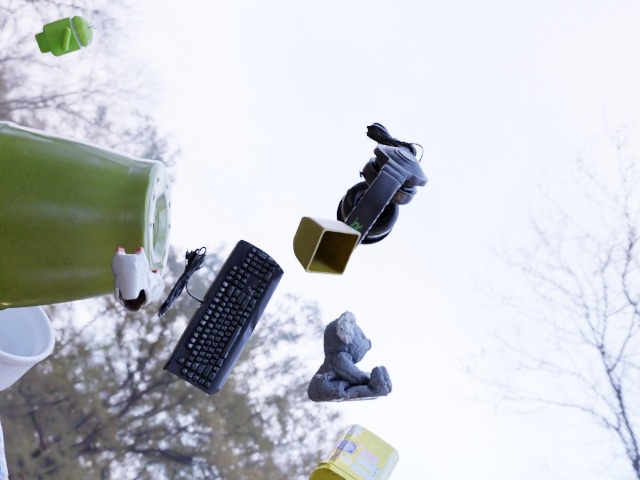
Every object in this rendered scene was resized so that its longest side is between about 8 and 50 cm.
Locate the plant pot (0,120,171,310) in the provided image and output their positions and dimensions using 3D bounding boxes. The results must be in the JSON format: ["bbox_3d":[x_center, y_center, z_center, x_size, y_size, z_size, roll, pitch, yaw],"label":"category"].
[{"bbox_3d":[-0.464,-0.039,1.587,0.366,0.353,0.366,3,90,-90],"label":"plant pot"}]

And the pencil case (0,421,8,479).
[{"bbox_3d":[-0.614,0.325,1.485,0.119,0.133,0.306,-64,-142,32],"label":"pencil case"}]

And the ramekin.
[{"bbox_3d":[-0.725,0.193,1.854,0.135,0.277,0.277,-45,-116,14],"label":"ramekin"}]

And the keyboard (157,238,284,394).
[{"bbox_3d":[-0.221,0.131,1.747,0.201,0.317,0.033,29,-25,-1],"label":"keyboard"}]

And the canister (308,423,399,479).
[{"bbox_3d":[0.065,0.416,1.567,0.126,0.170,0.073,33,-64,10],"label":"canister"}]

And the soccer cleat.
[{"bbox_3d":[-0.260,0.068,1.218,0.196,0.068,0.076,101,-13,-73],"label":"soccer cleat"}]

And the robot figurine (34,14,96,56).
[{"bbox_3d":[-0.500,-0.404,1.711,0.101,0.115,0.067,-115,-173,-77],"label":"robot figurine"}]

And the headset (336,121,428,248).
[{"bbox_3d":[0.105,-0.115,1.822,0.185,0.394,0.243,37,-47,3],"label":"headset"}]

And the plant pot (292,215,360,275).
[{"bbox_3d":[0.000,0.000,1.425,0.083,0.081,0.081,43,-63,45],"label":"plant pot"}]

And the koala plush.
[{"bbox_3d":[0.060,0.294,2.197,0.196,0.203,0.221,128,-41,-72],"label":"koala plush"}]
